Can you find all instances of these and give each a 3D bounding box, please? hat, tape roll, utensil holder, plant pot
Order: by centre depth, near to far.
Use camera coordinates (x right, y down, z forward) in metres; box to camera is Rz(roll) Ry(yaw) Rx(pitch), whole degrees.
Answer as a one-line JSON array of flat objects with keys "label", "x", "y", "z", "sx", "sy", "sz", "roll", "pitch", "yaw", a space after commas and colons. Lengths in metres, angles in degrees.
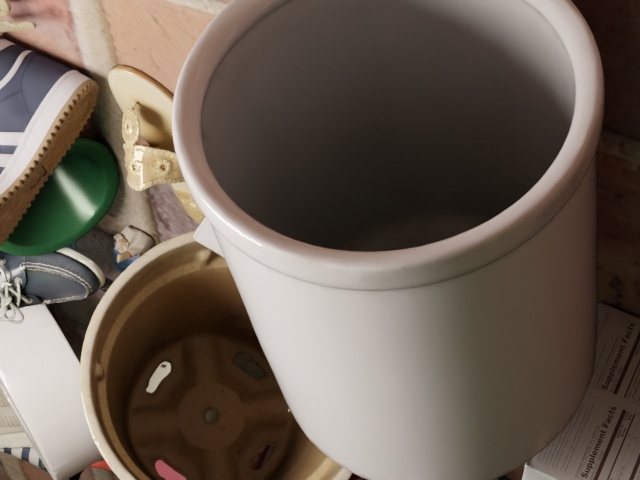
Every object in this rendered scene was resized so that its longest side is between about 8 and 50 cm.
[{"label": "utensil holder", "x": 0.077, "y": -0.004, "z": 1.323, "sx": 0.327, "sy": 0.328, "sz": 0.385, "roll": 17, "pitch": 149, "yaw": 22}, {"label": "hat", "x": -0.349, "y": -0.114, "z": 1.809, "sx": 0.183, "sy": 0.173, "sz": 0.208, "roll": 54, "pitch": 157, "yaw": 32}, {"label": "plant pot", "x": -0.114, "y": 0.185, "z": 1.837, "sx": 0.333, "sy": 0.334, "sz": 0.305, "roll": 29, "pitch": 162, "yaw": 0}, {"label": "tape roll", "x": -0.383, "y": 0.183, "z": 2.114, "sx": 0.286, "sy": 0.100, "sz": 0.286, "roll": 55, "pitch": 166, "yaw": 21}]

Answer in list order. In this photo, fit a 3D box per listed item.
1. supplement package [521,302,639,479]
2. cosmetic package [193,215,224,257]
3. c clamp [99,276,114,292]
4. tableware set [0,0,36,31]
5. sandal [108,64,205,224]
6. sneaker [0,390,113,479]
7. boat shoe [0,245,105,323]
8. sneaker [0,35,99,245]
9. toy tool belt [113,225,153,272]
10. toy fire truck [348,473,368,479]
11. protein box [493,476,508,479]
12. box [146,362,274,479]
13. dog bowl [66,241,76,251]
[{"label": "supplement package", "x": 0.298, "y": 0.231, "z": 1.612, "sx": 0.145, "sy": 0.204, "sz": 0.262, "roll": 22, "pitch": 150, "yaw": 14}, {"label": "cosmetic package", "x": 0.000, "y": 0.000, "z": 1.609, "sx": 0.231, "sy": 0.117, "sz": 0.085, "roll": 31, "pitch": 150, "yaw": -5}, {"label": "c clamp", "x": -0.230, "y": 0.068, "z": 1.964, "sx": 0.137, "sy": 0.022, "sz": 0.160, "roll": 1, "pitch": 163, "yaw": 28}, {"label": "tableware set", "x": -0.384, "y": -0.266, "z": 1.615, "sx": 0.194, "sy": 0.039, "sz": 0.128, "roll": 4, "pitch": 154, "yaw": 47}, {"label": "sandal", "x": -0.168, "y": -0.075, "z": 1.676, "sx": 0.088, "sy": 0.079, "sz": 0.240, "roll": 6, "pitch": 143, "yaw": 35}, {"label": "sneaker", "x": -0.442, "y": 0.315, "z": 2.471, "sx": 0.350, "sy": 0.131, "sz": 0.148, "roll": 1, "pitch": 135, "yaw": 41}, {"label": "boat shoe", "x": -0.382, "y": 0.048, "z": 1.891, "sx": 0.254, "sy": 0.079, "sz": 0.095, "roll": 7, "pitch": 136, "yaw": 22}, {"label": "sneaker", "x": -0.373, "y": -0.089, "z": 1.649, "sx": 0.153, "sy": 0.282, "sz": 0.099, "roll": 32, "pitch": 166, "yaw": 9}, {"label": "toy tool belt", "x": -0.235, "y": 0.023, "z": 1.915, "sx": 0.052, "sy": 0.051, "sz": 0.083, "roll": 24, "pitch": 151, "yaw": 10}, {"label": "toy fire truck", "x": 0.022, "y": 0.309, "z": 1.934, "sx": 0.158, "sy": 0.246, "sz": 0.217, "roll": 36, "pitch": 150, "yaw": -13}, {"label": "protein box", "x": 0.219, "y": 0.424, "z": 2.051, "sx": 0.200, "sy": 0.136, "sz": 0.201, "roll": 38, "pitch": 149, "yaw": -15}, {"label": "box", "x": -0.165, "y": 0.282, "z": 2.157, "sx": 0.126, "sy": 0.149, "sz": 0.232, "roll": 14, "pitch": 147, "yaw": 24}, {"label": "dog bowl", "x": -0.427, "y": -0.027, "z": 1.956, "sx": 0.297, "sy": 0.074, "sz": 0.166, "roll": 2, "pitch": 146, "yaw": 30}]
